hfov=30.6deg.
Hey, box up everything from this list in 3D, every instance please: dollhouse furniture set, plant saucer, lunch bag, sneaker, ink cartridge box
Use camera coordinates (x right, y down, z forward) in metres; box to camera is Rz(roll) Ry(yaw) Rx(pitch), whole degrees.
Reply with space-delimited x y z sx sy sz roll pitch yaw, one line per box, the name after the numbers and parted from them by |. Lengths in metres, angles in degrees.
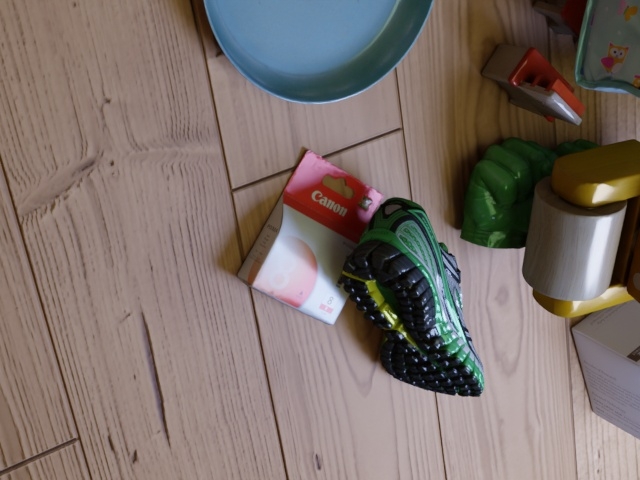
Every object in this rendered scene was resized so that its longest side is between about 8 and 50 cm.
0.338 -0.283 1.498 0.262 0.135 0.259 36 86 -37 | dollhouse furniture set
-0.001 -0.315 1.322 0.318 0.044 0.317 -13 115 -29 | plant saucer
0.441 -0.304 1.421 0.223 0.160 0.262 -5 106 -37 | lunch bag
0.146 0.084 1.512 0.146 0.134 0.343 -63 145 -33 | sneaker
0.000 0.000 1.439 0.145 0.045 0.179 28 93 -38 | ink cartridge box

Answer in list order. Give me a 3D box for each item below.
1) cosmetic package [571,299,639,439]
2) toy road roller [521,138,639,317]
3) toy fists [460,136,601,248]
0.500 0.187 1.770 0.151 0.151 0.183 -33 123 -20 | cosmetic package
0.447 0.005 1.489 0.330 0.240 0.202 -12 125 -23 | toy road roller
0.314 -0.065 1.589 0.279 0.096 0.142 -2 107 -32 | toy fists
